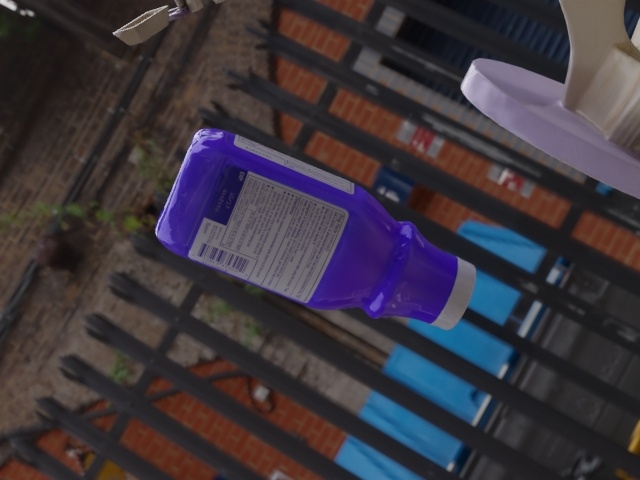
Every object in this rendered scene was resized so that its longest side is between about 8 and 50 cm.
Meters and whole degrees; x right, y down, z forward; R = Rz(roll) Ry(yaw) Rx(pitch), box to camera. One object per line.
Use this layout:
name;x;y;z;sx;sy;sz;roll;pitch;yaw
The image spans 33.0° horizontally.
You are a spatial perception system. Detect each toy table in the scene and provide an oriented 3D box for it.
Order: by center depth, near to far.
toy table;0.285;-0.145;0.962;0.252;0.274;0.161;-92;26;-62

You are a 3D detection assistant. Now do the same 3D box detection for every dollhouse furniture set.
dollhouse furniture set;-0.162;-0.258;1.094;0.114;0.091;0.081;-50;-56;-49

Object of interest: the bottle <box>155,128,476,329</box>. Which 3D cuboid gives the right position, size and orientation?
bottle;0.000;0.000;0.968;0.092;0.282;0.118;-87;20;-64
